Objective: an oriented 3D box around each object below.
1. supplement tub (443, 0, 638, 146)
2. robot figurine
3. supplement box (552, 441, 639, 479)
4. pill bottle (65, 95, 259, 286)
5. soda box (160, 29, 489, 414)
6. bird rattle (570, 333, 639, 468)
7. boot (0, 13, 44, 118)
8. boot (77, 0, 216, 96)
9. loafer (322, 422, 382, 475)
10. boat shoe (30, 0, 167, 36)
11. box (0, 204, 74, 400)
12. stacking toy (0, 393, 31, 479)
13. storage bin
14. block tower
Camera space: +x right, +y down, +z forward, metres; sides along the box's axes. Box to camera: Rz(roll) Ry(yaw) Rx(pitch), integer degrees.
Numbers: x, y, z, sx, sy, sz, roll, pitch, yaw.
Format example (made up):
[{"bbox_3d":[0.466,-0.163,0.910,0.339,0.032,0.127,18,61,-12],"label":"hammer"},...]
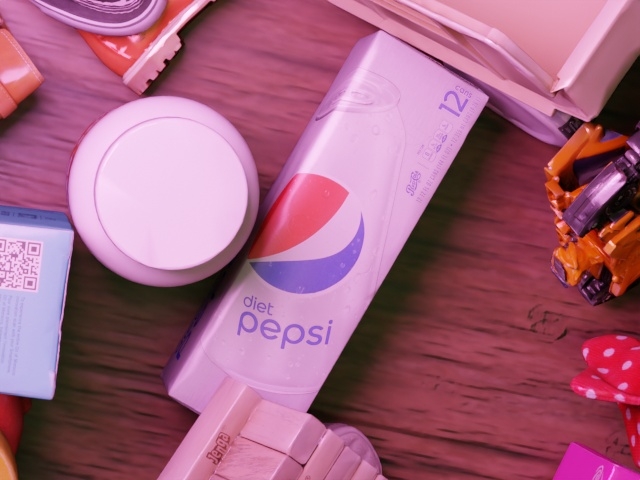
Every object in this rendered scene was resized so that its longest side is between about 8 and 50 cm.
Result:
[{"bbox_3d":[0.180,-0.170,1.283,0.117,0.117,0.190,35,87,-9],"label":"supplement tub"},{"bbox_3d":[0.267,-0.073,1.278,0.291,0.211,0.085,-38,65,-5],"label":"robot figurine"},{"bbox_3d":[0.263,0.244,1.321,0.220,0.114,0.111,26,88,-7],"label":"supplement box"},{"bbox_3d":[-0.103,-0.033,1.198,0.121,0.216,0.121,0,93,-9],"label":"pill bottle"},{"bbox_3d":[0.000,0.000,1.276,0.091,0.098,0.286,31,89,-9],"label":"soda box"},{"bbox_3d":[0.300,0.049,1.281,0.143,0.253,0.207,41,49,-4],"label":"bird rattle"},{"bbox_3d":[-0.246,-0.067,1.210,0.152,0.073,0.197,-28,63,-5],"label":"boot"},{"bbox_3d":[-0.105,-0.185,1.271,0.084,0.059,0.158,40,88,-4],"label":"boot"},{"bbox_3d":[-0.089,0.240,1.272,0.319,0.111,0.112,-41,115,-21],"label":"loafer"},{"bbox_3d":[-0.200,-0.219,1.220,0.228,0.076,0.080,41,89,5],"label":"boat shoe"},{"bbox_3d":[-0.194,0.033,1.173,0.060,0.244,0.100,7,92,-9],"label":"box"},{"bbox_3d":[-0.364,0.161,1.253,0.309,0.130,0.279,21,116,-6],"label":"stacking toy"},{"bbox_3d":[0.128,-0.245,1.199,0.262,0.260,0.123,-55,142,-3],"label":"storage bin"},{"bbox_3d":[0.047,0.224,1.232,0.335,0.097,0.091,41,75,-29],"label":"block tower"}]
